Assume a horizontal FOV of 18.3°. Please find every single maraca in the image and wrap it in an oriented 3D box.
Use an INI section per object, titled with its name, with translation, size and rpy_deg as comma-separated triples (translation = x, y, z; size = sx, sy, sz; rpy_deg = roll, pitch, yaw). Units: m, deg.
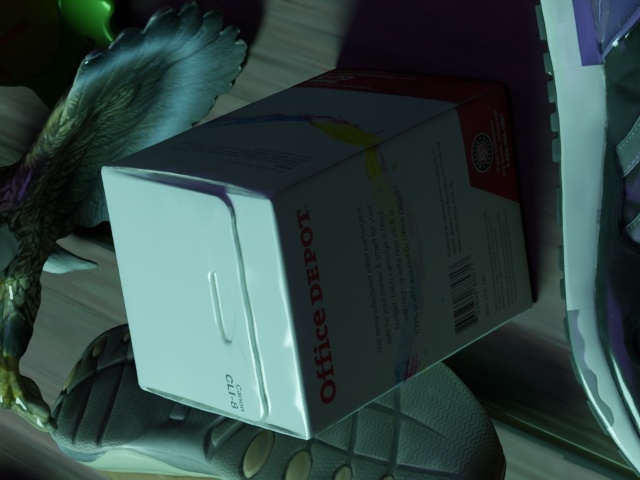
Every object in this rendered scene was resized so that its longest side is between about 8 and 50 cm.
[maraca]
translation = -0.197, -0.143, 1.207
size = 0.185, 0.099, 0.127
rpy_deg = 30, 136, 3

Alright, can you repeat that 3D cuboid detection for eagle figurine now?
[eagle figurine]
translation = -0.185, -0.040, 1.141
size = 0.225, 0.226, 0.298
rpy_deg = 33, 118, 42

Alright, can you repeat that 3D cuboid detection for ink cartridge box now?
[ink cartridge box]
translation = 0.000, 0.000, 1.009
size = 0.127, 0.176, 0.128
rpy_deg = 11, 117, 43

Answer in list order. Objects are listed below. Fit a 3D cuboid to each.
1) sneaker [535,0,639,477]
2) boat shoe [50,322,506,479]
[sneaker]
translation = 0.169, -0.023, 0.812
size = 0.124, 0.107, 0.283
rpy_deg = -10, 92, 47
[boat shoe]
translation = -0.016, 0.119, 1.151
size = 0.324, 0.123, 0.116
rpy_deg = 8, 146, 46
